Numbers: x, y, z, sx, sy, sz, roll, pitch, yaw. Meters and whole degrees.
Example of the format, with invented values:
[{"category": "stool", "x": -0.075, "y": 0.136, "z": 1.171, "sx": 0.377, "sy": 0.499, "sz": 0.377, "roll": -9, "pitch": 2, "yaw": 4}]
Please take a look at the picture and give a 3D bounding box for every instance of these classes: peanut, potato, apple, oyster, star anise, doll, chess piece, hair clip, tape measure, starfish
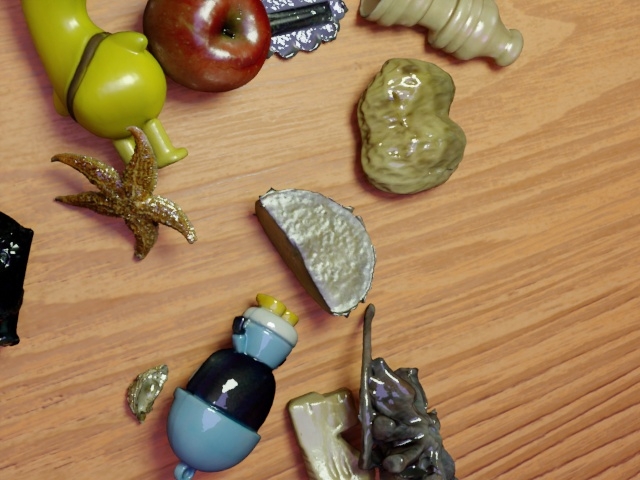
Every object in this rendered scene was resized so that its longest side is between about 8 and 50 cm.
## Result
[{"category": "peanut", "x": 0.155, "y": -0.197, "z": 1.115, "sx": 0.196, "sy": 0.110, "sz": 0.233, "roll": -12, "pitch": 98, "yaw": -14}, {"category": "potato", "x": 0.000, "y": 0.000, "z": 1.084, "sx": 0.138, "sy": 0.098, "sz": 0.243, "roll": -35, "pitch": 99, "yaw": -17}, {"category": "apple", "x": -0.168, "y": -0.308, "z": 0.956, "sx": 0.180, "sy": 0.168, "sz": 0.181, "roll": -4, "pitch": 97, "yaw": -31}, {"category": "oyster", "x": -0.280, "y": 0.242, "z": 1.047, "sx": 0.083, "sy": 0.038, "sz": 0.081, "roll": -44, "pitch": 136, "yaw": -40}, {"category": "star anise", "x": 0.135, "y": 0.329, "z": 1.110, "sx": 0.139, "sy": 0.360, "sz": 0.316, "roll": -18, "pitch": 126, "yaw": 17}, {"category": "doll", "x": -0.328, "y": -0.255, "z": 0.912, "sx": 0.199, "sy": 0.145, "sz": 0.363, "roll": -20, "pitch": 109, "yaw": 22}, {"category": "chess piece", "x": 0.034, "y": 0.407, "z": 1.131, "sx": 0.137, "sy": 0.137, "sz": 0.301, "roll": -20, "pitch": 90, "yaw": -17}, {"category": "hair clip", "x": -0.040, "y": -0.371, "z": 1.064, "sx": 0.195, "sy": 0.052, "sz": 0.124, "roll": -25, "pitch": 108, "yaw": -21}, {"category": "chess piece", "x": 0.230, "y": -0.389, "z": 1.134, "sx": 0.307, "sy": 0.124, "sz": 0.139, "roll": 22, "pitch": 57, "yaw": -24}, {"category": "tape measure", "x": -0.515, "y": 0.041, "z": 0.881, "sx": 0.222, "sy": 0.135, "sz": 0.202, "roll": 11, "pitch": 99, "yaw": -15}, {"category": "doll", "x": -0.142, "y": 0.239, "z": 1.033, "sx": 0.314, "sy": 0.141, "sz": 0.177, "roll": -60, "pitch": 140, "yaw": -19}, {"category": "starfish", "x": -0.284, "y": -0.064, "z": 0.946, "sx": 0.227, "sy": 0.043, "sz": 0.241, "roll": 15, "pitch": 128, "yaw": -4}]
